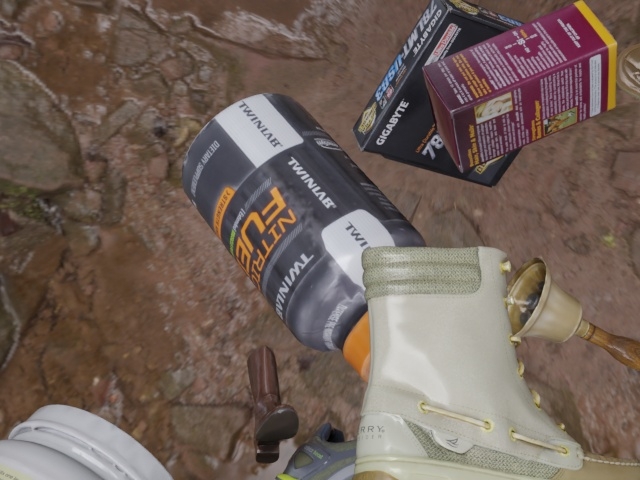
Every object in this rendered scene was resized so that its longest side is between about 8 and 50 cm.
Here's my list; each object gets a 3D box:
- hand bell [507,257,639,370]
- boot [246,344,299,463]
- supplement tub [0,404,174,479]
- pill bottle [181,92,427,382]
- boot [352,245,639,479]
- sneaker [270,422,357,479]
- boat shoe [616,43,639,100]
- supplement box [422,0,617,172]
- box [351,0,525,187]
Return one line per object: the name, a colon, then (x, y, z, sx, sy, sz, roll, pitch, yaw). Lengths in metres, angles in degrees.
hand bell: (0.381, 0.131, 1.348, 0.242, 0.126, 0.126, 26, 101, -10)
boot: (-0.048, 0.139, 0.913, 0.037, 0.114, 0.106, 7, 142, -16)
supplement tub: (-0.286, 0.329, 0.854, 0.236, 0.325, 0.235, 19, 134, 21)
pill bottle: (0.000, 0.000, 0.786, 0.130, 0.130, 0.245, -47, 60, 11)
boot: (0.120, 0.090, 0.622, 0.213, 0.077, 0.165, 11, 66, -23)
sneaker: (0.073, 0.240, 0.876, 0.300, 0.111, 0.121, 11, 61, 38)
boat shoe: (0.650, -0.242, 1.584, 0.341, 0.110, 0.121, 12, 79, 9)
supplement box: (0.216, -0.165, 1.042, 0.188, 0.104, 0.080, -23, 53, 0)
box: (0.249, -0.247, 1.640, 0.294, 0.073, 0.295, 12, 127, -30)
